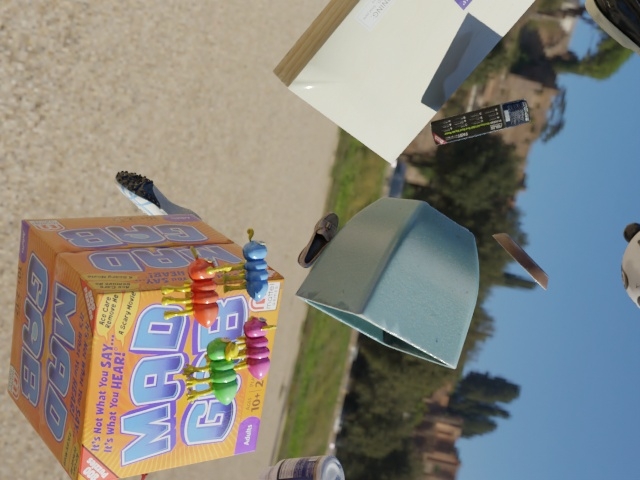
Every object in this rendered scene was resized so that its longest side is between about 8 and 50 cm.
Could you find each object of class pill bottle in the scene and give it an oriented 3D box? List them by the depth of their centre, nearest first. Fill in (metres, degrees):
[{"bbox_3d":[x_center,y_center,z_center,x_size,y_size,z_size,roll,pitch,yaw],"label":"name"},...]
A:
[{"bbox_3d":[-0.043,0.504,2.072,0.094,0.169,0.094,27,56,-51],"label":"pill bottle"}]

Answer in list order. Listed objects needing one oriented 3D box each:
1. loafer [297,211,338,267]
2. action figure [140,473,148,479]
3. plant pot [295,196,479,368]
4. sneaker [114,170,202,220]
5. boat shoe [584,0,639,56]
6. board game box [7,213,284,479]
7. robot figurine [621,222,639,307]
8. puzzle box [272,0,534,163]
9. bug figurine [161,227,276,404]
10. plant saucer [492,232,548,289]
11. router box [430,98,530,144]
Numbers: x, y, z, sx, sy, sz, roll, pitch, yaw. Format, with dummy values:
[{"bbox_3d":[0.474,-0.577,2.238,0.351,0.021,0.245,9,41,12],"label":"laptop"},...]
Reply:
[{"bbox_3d":[0.000,0.000,1.921,0.125,0.045,0.039,-58,-172,-7],"label":"loafer"},{"bbox_3d":[-0.444,0.504,2.227,0.030,0.115,0.038,-54,174,0],"label":"action figure"},{"bbox_3d":[0.151,0.060,1.858,0.247,0.248,0.252,10,-109,61],"label":"plant pot"},{"bbox_3d":[-0.386,-0.074,2.306,0.086,0.237,0.085,-47,-168,31],"label":"sneaker"},{"bbox_3d":[0.635,-0.357,1.750,0.113,0.340,0.127,-49,-175,38],"label":"boat shoe"},{"bbox_3d":[-0.331,0.177,1.812,0.356,0.356,0.356,31,-63,48],"label":"board game box"},{"bbox_3d":[0.612,0.061,1.631,0.278,0.209,0.173,14,80,-47],"label":"robot figurine"},{"bbox_3d":[0.152,-0.325,1.412,0.409,0.052,0.272,-49,138,10],"label":"puzzle box"},{"bbox_3d":[-0.119,0.102,1.349,0.279,0.072,0.216,-25,111,-71],"label":"bug figurine"},{"bbox_3d":[0.449,0.040,2.187,0.029,0.168,0.168,-45,-176,9],"label":"plant saucer"},{"bbox_3d":[0.239,-0.177,1.475,0.092,0.122,0.038,-21,99,-53],"label":"router box"}]
